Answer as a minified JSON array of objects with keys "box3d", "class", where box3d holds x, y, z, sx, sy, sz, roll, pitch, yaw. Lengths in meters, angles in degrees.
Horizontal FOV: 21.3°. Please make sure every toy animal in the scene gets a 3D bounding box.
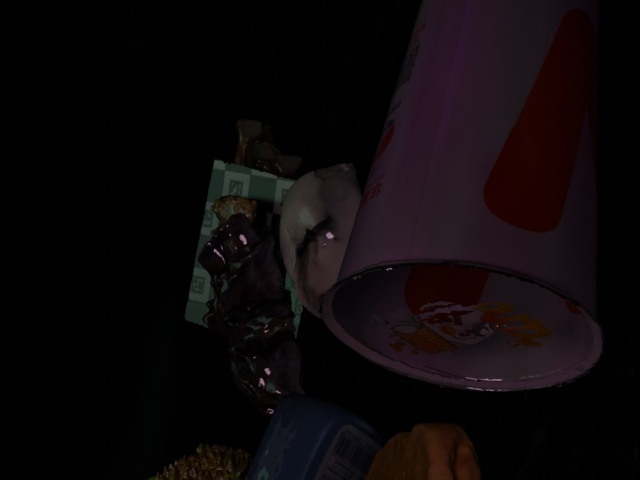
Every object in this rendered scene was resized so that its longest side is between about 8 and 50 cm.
[{"box3d":[-0.077,-0.037,2.245,0.157,0.097,0.312,99,173,-61],"class":"toy animal"}]

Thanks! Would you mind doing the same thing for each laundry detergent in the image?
[{"box3d":[-0.038,0.289,1.531,0.290,0.094,0.143,-64,-33,-17],"class":"laundry detergent"}]

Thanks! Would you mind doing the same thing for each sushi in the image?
[{"box3d":[-0.098,0.020,2.097,0.192,0.050,0.215,17,99,38],"class":"sushi"}]

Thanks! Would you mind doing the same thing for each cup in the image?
[{"box3d":[0.122,-0.059,1.222,0.203,0.203,0.288,125,158,-60],"class":"cup"}]

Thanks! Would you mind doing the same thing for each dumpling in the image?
[{"box3d":[0.001,0.001,1.870,0.176,0.092,0.150,-102,12,-47],"class":"dumpling"}]

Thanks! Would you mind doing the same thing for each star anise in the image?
[{"box3d":[-0.077,0.089,1.915,0.223,0.109,0.236,69,-172,-71],"class":"star anise"}]

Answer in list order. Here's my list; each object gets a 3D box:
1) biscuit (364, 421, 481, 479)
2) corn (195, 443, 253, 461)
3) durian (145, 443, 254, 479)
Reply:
[{"box3d":[0.066,0.328,1.375,0.351,0.057,0.312,-92,18,-49],"class":"biscuit"},{"box3d":[-0.137,0.363,2.152,0.087,0.087,0.211,-148,68,-76],"class":"corn"},{"box3d":[-0.106,0.327,1.804,0.200,0.176,0.237,-42,-23,-16],"class":"durian"}]
